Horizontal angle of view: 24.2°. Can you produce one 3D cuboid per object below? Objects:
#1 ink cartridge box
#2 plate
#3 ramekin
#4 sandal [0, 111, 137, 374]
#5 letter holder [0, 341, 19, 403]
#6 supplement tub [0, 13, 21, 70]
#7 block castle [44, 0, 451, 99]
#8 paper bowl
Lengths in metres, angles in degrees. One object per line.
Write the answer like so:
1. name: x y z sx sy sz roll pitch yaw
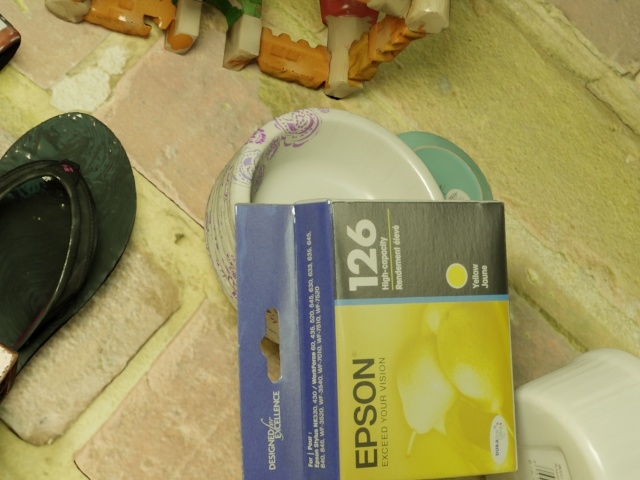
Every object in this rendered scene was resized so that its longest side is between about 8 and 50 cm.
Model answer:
1. ink cartridge box: 0.064 0.106 1.591 0.307 0.072 0.304 -1 88 -29
2. plate: 0.151 -0.061 1.923 0.188 0.024 0.188 13 60 -24
3. ramekin: 0.306 0.272 1.701 0.135 0.277 0.277 -14 74 -26
4. sandal: -0.314 0.032 1.547 0.167 0.107 0.446 30 57 -5
5. letter holder: -0.462 0.121 1.362 0.302 0.152 0.214 34 71 -3
6. supplement tub: -0.431 -0.254 1.634 0.198 0.106 0.106 44 53 -5
7. block castle: -0.079 -0.358 1.767 0.453 0.303 0.213 14 67 -23
8. paper bowl: 0.000 0.000 1.729 0.284 0.148 0.284 12 62 -24
